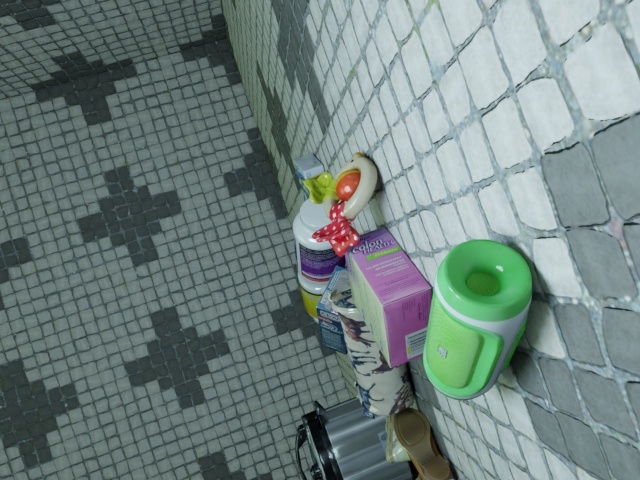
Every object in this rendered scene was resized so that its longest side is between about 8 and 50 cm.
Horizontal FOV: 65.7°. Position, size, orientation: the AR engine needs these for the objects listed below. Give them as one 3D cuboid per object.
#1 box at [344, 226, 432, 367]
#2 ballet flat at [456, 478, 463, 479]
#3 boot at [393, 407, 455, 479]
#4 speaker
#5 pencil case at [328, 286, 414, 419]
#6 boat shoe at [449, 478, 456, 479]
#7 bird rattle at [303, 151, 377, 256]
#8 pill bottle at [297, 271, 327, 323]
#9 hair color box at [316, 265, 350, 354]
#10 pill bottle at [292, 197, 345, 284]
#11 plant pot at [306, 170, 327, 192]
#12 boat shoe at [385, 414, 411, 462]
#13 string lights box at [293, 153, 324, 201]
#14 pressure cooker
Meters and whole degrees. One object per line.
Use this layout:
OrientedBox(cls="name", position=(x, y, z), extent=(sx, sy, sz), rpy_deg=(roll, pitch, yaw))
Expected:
OrientedBox(cls="box", position=(0.160, 0.130, 1.175), extent=(0.243, 0.117, 0.213), rpy_deg=(-120, 14, -51))
OrientedBox(cls="ballet flat", position=(0.358, 0.614, 1.161), extent=(0.188, 0.070, 0.070), rpy_deg=(148, 103, -78))
OrientedBox(cls="boot", position=(0.314, 0.650, 1.451), extent=(0.283, 0.109, 0.220), rpy_deg=(45, 158, 56))
OrientedBox(cls="speaker", position=(0.223, 0.132, 0.737), extent=(0.296, 0.131, 0.131), rpy_deg=(81, 167, -51))
OrientedBox(cls="pencil case", position=(0.147, 0.318, 1.443), extent=(0.160, 0.184, 0.410), rpy_deg=(-58, -44, -59))
OrientedBox(cls="boat shoe", position=(0.371, 0.727, 1.291), extent=(0.076, 0.080, 0.228), rpy_deg=(20, 127, 57))
OrientedBox(cls="bird rattle", position=(0.050, -0.101, 1.152), extent=(0.143, 0.207, 0.253), rpy_deg=(30, -155, -19))
OrientedBox(cls="pill bottle", position=(0.015, 0.216, 2.065), extent=(0.334, 0.188, 0.188), rpy_deg=(82, 166, -52))
OrientedBox(cls="hair color box", position=(0.076, 0.257, 1.764), extent=(0.347, 0.105, 0.174), rpy_deg=(82, -150, -57))
OrientedBox(cls="pill bottle", position=(0.000, 0.000, 1.683), extent=(0.323, 0.182, 0.181), rpy_deg=(89, 160, -55))
OrientedBox(cls="plant pot", position=(0.004, -0.169, 1.675), extent=(0.083, 0.081, 0.081), rpy_deg=(64, -176, -69))
OrientedBox(cls="boat shoe", position=(0.250, 0.626, 1.654), extent=(0.285, 0.089, 0.104), rpy_deg=(-75, -36, -78))
OrientedBox(cls="string lights box", position=(-0.016, -0.169, 1.802), extent=(0.133, 0.077, 0.259), rpy_deg=(-124, 17, -57))
OrientedBox(cls="pressure cooker", position=(0.117, 0.794, 1.883), extent=(0.370, 0.420, 0.375), rpy_deg=(-121, 14, -53))
